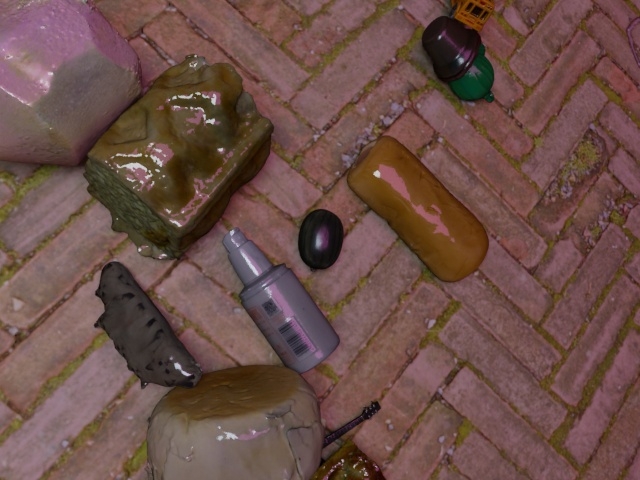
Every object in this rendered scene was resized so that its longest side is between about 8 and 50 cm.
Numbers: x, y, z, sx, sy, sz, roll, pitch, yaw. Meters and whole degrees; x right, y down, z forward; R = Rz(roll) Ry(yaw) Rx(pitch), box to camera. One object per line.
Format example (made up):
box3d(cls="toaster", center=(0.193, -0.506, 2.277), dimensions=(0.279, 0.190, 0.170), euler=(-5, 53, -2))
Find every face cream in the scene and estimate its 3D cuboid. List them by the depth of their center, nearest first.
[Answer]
box3d(cls="face cream", center=(-0.077, 0.090, 0.906), dimensions=(0.101, 0.101, 0.252), euler=(-36, 93, -21))

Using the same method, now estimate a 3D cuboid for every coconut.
box3d(cls="coconut", center=(-0.396, -0.217, 0.776), dimensions=(0.233, 0.233, 0.245), euler=(39, 66, -9))

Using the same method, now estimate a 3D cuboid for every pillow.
box3d(cls="pillow", center=(-0.272, 0.138, 0.829), dimensions=(0.093, 0.051, 0.241), euler=(-44, 72, 2))

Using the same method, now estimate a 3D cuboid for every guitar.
box3d(cls="guitar", center=(0.005, 0.334, 0.933), dimensions=(0.233, 0.025, 0.088), euler=(-27, 91, -22))

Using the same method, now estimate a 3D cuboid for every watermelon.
box3d(cls="watermelon", center=(0.000, 0.000, 0.963), dimensions=(0.078, 0.078, 0.111), euler=(10, 78, -18))

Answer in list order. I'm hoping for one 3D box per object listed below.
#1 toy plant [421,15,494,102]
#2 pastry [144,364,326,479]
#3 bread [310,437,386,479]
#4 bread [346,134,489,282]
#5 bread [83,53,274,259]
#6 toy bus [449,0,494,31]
box3d(cls="toy plant", center=(0.288, -0.359, 1.119), dimensions=(0.200, 0.105, 0.143), euler=(36, 51, -30))
box3d(cls="pastry", center=(-0.119, 0.268, 0.784), dimensions=(0.265, 0.265, 0.133), euler=(-4, 95, -20))
box3d(cls="bread", center=(0.026, 0.425, 0.881), dimensions=(0.172, 0.103, 0.132), euler=(-34, 113, -24))
box3d(cls="bread", center=(0.186, -0.060, 1.034), dimensions=(0.305, 0.091, 0.142), euler=(44, 64, -8))
box3d(cls="bread", center=(-0.209, -0.122, 0.839), dimensions=(0.196, 0.238, 0.252), euler=(39, 64, 4))
box3d(cls="toy bus", center=(0.305, -0.494, 1.133), dimensions=(0.069, 0.074, 0.162), euler=(21, 45, -15))
